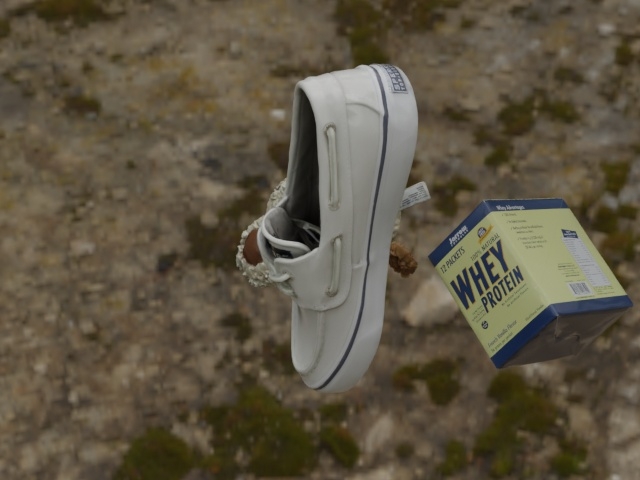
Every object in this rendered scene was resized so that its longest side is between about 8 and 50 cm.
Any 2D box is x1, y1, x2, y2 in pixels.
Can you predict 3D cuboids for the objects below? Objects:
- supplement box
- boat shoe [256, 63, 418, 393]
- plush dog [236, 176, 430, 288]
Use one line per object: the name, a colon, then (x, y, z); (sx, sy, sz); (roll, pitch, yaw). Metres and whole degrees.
supplement box: (0.126, 0.024, 0.889); (0.083, 0.056, 0.083); (-3, 54, -47)
boat shoe: (0.000, 0.000, 1.056); (0.088, 0.267, 0.096); (-5, 40, -23)
plush dog: (0.007, -0.035, 1.952); (0.262, 0.210, 0.225); (-59, 24, -3)
